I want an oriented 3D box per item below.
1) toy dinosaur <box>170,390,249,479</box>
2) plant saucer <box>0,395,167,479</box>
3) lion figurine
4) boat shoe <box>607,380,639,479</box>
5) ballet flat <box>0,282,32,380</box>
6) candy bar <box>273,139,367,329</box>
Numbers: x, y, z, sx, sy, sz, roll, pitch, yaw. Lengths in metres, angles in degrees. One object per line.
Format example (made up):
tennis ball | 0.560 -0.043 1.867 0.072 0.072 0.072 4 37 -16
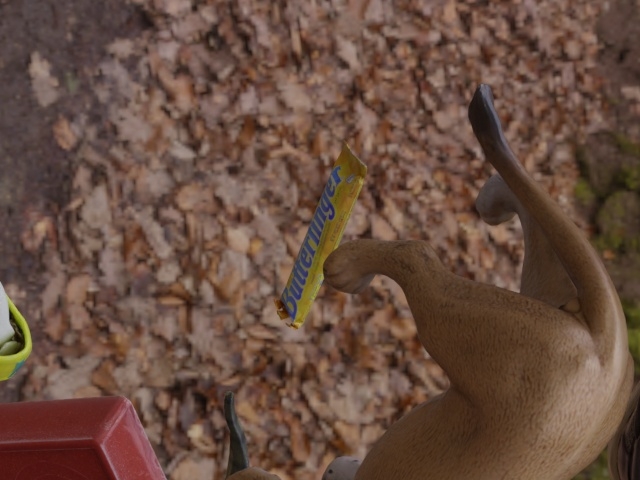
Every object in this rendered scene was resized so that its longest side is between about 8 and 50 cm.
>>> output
toy dinosaur | -0.084 0.237 0.825 0.064 0.118 0.268 -3 94 -34
plant saucer | -0.292 0.307 1.285 0.048 0.258 0.259 -54 131 -54
lion figurine | 0.071 0.133 0.588 0.142 0.240 0.392 7 113 -31
boat shoe | 0.240 0.024 0.554 0.285 0.103 0.092 -58 169 2
ballet flat | -0.273 -0.002 0.751 0.077 0.077 0.231 -40 105 -35
candy bar | 0.000 0.000 0.870 0.018 0.040 0.161 5 120 -35
